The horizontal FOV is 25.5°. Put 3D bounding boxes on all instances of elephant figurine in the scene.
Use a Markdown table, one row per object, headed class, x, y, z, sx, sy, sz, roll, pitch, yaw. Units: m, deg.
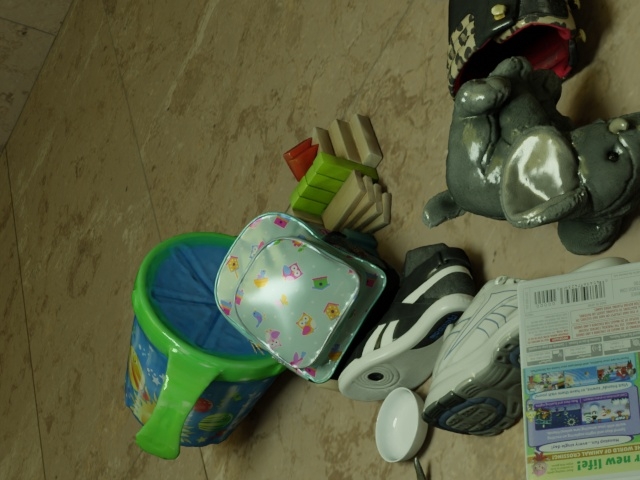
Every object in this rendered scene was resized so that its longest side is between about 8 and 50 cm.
| class | x | y | z | sx | sy | sz | roll | pitch | yaw |
| --- | --- | --- | --- | --- | --- | --- | --- | --- | --- |
| elephant figurine | 0.233 | -0.064 | 1.329 | 0.239 | 0.169 | 0.186 | 41 | 142 | 43 |

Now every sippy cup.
| class | x | y | z | sx | sy | sz | roll | pitch | yaw |
| --- | --- | --- | --- | --- | --- | --- | --- | --- | --- |
| sippy cup | -0.154 | 0.146 | 1.856 | 0.240 | 0.305 | 0.224 | 49 | 135 | 26 |

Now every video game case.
| class | x | y | z | sx | sy | sz | roll | pitch | yaw |
| --- | --- | --- | --- | --- | --- | --- | --- | --- | --- |
| video game case | 0.271 | 0.108 | 1.174 | 0.212 | 0.023 | 0.193 | -11 | 62 | 22 |

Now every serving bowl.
| class | x | y | z | sx | sy | sz | roll | pitch | yaw |
| --- | --- | --- | --- | --- | --- | --- | --- | --- | --- |
| serving bowl | 0.094 | 0.205 | 1.557 | 0.083 | 0.027 | 0.083 | -38 | 44 | 49 |

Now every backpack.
| class | x | y | z | sx | sy | sz | roll | pitch | yaw |
| --- | --- | --- | --- | --- | --- | --- | --- | --- | --- |
| backpack | -0.028 | 0.058 | 1.626 | 0.188 | 0.144 | 0.166 | 33 | 98 | 22 |

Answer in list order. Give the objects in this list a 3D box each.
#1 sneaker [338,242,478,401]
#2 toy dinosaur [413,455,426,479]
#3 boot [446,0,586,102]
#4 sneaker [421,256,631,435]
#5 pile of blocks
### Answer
| class | x | y | z | sx | sy | sz | roll | pitch | yaw |
| --- | --- | --- | --- | --- | --- | --- | --- | --- | --- |
| sneaker | 0.099 | 0.085 | 1.572 | 0.217 | 0.079 | 0.121 | -41 | 37 | 37 |
| toy dinosaur | 0.029 | 0.377 | 1.495 | 0.160 | 0.121 | 0.314 | 5 | 85 | 49 |
| boot | 0.230 | -0.328 | 1.462 | 0.377 | 0.138 | 0.284 | -41 | 41 | 52 |
| sneaker | 0.192 | 0.081 | 1.365 | 0.297 | 0.111 | 0.129 | -40 | 38 | 46 |
| pile of blocks | 0.000 | 0.000 | 1.745 | 0.149 | 0.112 | 0.362 | -33 | 49 | 51 |
